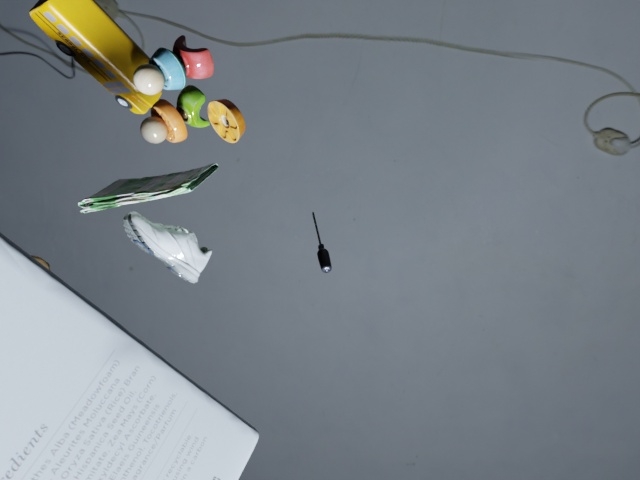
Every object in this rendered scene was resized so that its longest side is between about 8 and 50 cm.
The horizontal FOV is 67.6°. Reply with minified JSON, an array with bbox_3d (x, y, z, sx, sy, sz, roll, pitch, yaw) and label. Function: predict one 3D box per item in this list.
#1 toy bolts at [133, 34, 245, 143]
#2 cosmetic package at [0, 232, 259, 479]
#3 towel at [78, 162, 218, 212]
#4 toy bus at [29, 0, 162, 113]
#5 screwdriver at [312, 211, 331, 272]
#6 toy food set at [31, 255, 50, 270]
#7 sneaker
[{"bbox_3d":[-0.294,-0.291,1.020,0.218,0.158,0.228,31,145,26],"label":"toy bolts"},{"bbox_3d":[-0.277,0.099,0.363,0.230,0.161,0.453,2,141,37],"label":"cosmetic package"},{"bbox_3d":[-0.478,-0.157,1.351,0.325,0.248,0.038,-9,111,10],"label":"towel"},{"bbox_3d":[-0.527,-0.464,1.179,0.130,0.332,0.108,8,64,39],"label":"toy bus"},{"bbox_3d":[0.000,0.000,0.918,0.024,0.170,0.025,-34,125,18],"label":"screwdriver"},{"bbox_3d":[-0.678,0.075,1.126,0.020,0.082,0.083,-18,126,35],"label":"toy food set"},{"bbox_3d":[-0.436,0.002,1.372,0.129,0.111,0.297,-57,137,-16],"label":"sneaker"}]
